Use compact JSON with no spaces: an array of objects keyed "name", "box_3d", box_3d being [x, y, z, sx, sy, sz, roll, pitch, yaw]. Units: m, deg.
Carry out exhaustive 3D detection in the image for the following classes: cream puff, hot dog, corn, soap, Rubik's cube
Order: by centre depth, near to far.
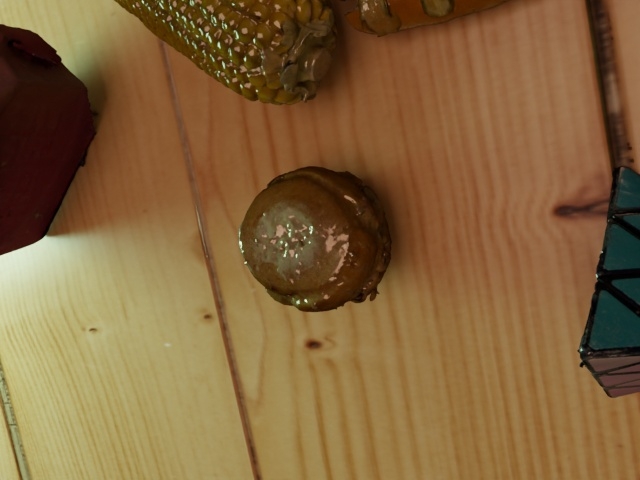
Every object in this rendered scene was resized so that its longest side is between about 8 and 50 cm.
[{"name":"Rubik's cube","box_3d":[0.310,0.073,0.497,0.178,0.211,0.191,7,139,29]},{"name":"hot dog","box_3d":[0.124,-0.251,0.550,0.269,0.072,0.110,-5,101,32]},{"name":"cream puff","box_3d":[0.000,0.000,0.651,0.165,0.115,0.150,43,112,26]},{"name":"corn","box_3d":[-0.136,-0.274,0.661,0.387,0.144,0.144,40,118,22]},{"name":"soap","box_3d":[-0.411,-0.117,0.811,0.127,0.220,0.325,39,117,8]}]
